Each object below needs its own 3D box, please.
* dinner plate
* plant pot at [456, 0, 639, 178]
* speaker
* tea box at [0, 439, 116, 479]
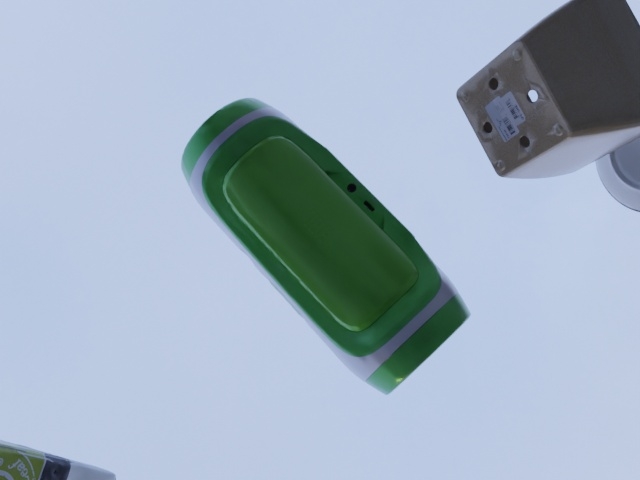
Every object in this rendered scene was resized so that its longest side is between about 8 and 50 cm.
[{"bbox_3d":[0.349,-0.098,0.683,0.017,0.141,0.141,-4,-92,-36],"label":"dinner plate"},{"bbox_3d":[0.166,-0.103,0.469,0.096,0.109,0.109,-23,-96,-32],"label":"plant pot"},{"bbox_3d":[0.000,0.000,0.627,0.131,0.131,0.296,-37,-104,-26],"label":"speaker"},{"bbox_3d":[-0.394,0.312,0.533,0.323,0.219,0.329,51,-132,-57],"label":"tea box"}]
